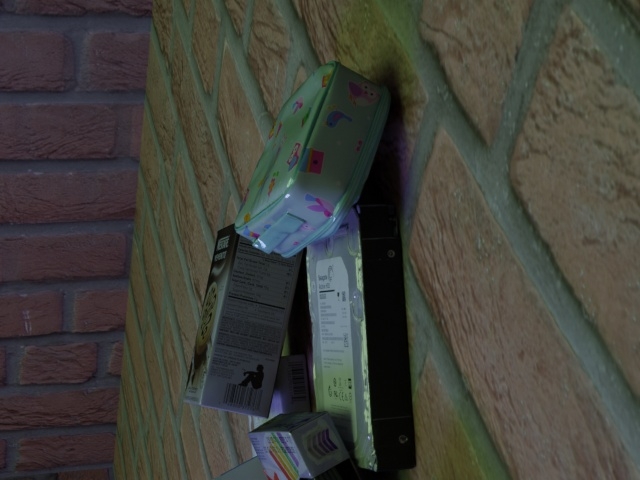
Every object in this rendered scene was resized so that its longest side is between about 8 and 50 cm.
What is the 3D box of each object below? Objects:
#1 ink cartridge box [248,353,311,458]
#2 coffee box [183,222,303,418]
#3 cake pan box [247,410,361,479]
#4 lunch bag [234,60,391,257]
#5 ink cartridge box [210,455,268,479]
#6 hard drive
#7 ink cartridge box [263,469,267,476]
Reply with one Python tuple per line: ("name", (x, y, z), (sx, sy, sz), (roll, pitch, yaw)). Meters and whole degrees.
("ink cartridge box", (-0.070, 0.302, 2.012), (0.232, 0.066, 0.189), (132, 133, -71))
("coffee box", (-0.127, 0.130, 1.942), (0.168, 0.119, 0.297), (160, 123, -73))
("cake pan box", (0.005, 0.356, 1.627), (0.245, 0.070, 0.267), (63, 161, 0))
("lunch bag", (-0.014, -0.094, 1.576), (0.279, 0.108, 0.224), (146, 144, -68))
("ink cartridge box", (-0.125, 0.473, 1.976), (0.082, 0.140, 0.190), (36, 145, 52))
("hard drive", (0.047, 0.129, 1.600), (0.237, 0.064, 0.339), (167, 101, -72))
("ink cartridge box", (-0.073, 0.344, 1.891), (0.115, 0.029, 0.062), (-152, 61, -69))
